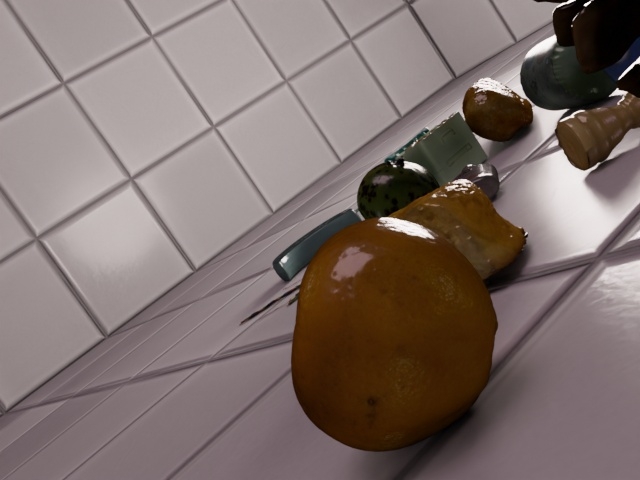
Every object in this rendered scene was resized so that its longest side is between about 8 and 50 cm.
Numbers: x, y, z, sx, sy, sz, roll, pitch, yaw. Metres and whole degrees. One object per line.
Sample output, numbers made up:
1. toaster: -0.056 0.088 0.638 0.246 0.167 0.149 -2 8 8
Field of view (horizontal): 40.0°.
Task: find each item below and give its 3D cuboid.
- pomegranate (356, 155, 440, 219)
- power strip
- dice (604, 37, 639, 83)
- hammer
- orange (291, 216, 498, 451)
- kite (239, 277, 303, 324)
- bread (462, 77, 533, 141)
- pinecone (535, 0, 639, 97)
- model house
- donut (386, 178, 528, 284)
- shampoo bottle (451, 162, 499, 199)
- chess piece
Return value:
1. pomegranate: 0.107 -0.043 1.261 0.122 0.122 0.161 -46 -24 -60
2. power strip: 0.000 0.000 1.662 0.216 0.044 0.137 -36 6 -12
3. dice: 0.447 -0.293 1.172 0.146 0.143 0.146 -39 9 -39
4. hammer: 0.481 -0.314 1.360 0.335 0.119 0.206 -28 7 -1
5. orange: 0.049 0.065 0.598 0.136 0.159 0.159 10 10 1
6. kite: -0.039 0.077 1.467 0.244 0.006 0.198 -32 8 21
7. bread: 0.316 -0.239 1.590 0.084 0.124 0.344 -60 -2 18
8. pinecone: 0.326 -0.223 0.499 0.397 0.398 0.398 -34 7 5
9. model house: 0.181 -0.130 1.486 0.127 0.100 0.149 -39 6 -37
10. donut: 0.110 0.010 0.919 0.152 0.101 0.259 -33 0 -41
11. shampoo bottle: 0.210 -0.077 1.221 0.080 0.040 0.165 -34 8 16
12. chess piece: 0.330 -0.133 0.978 0.122 0.066 0.066 -30 7 -5
